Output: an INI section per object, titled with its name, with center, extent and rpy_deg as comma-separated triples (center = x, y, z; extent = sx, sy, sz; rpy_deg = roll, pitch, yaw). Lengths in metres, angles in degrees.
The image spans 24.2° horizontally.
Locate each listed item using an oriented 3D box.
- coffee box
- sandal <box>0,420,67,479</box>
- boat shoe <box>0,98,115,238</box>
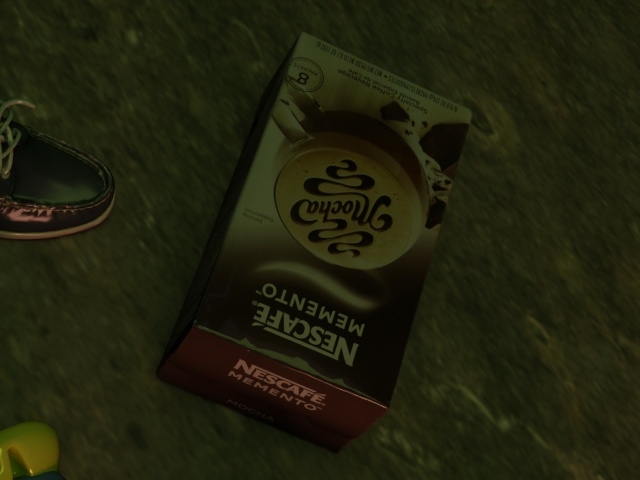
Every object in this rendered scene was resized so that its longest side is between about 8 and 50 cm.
[coffee box]
center = 0.000, 0.000, 1.226
extent = 0.168, 0.119, 0.297
rpy_deg = 24, 59, -10
[sandal]
center = -0.281, 0.249, 0.996
extent = 0.317, 0.126, 0.138
rpy_deg = -31, 83, -29
[boat shoe]
center = -0.282, -0.070, 1.177
extent = 0.255, 0.079, 0.095
rpy_deg = 17, 60, -13
